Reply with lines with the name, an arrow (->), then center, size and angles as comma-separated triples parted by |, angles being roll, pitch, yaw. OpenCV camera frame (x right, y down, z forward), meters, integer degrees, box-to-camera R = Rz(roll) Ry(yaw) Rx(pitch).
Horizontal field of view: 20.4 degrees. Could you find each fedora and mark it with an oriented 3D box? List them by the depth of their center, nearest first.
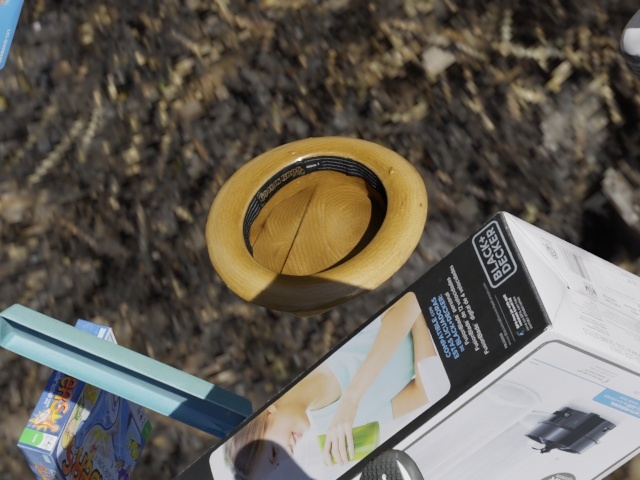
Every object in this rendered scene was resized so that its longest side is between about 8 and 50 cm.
fedora -> 0.000, 0.000, 1.473 | 0.194, 0.194, 0.079 | -18, 138, -6

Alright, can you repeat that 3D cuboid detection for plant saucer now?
plant saucer -> -0.137, 0.094, 1.259 | 0.192, 0.018, 0.067 | 22, 155, 0

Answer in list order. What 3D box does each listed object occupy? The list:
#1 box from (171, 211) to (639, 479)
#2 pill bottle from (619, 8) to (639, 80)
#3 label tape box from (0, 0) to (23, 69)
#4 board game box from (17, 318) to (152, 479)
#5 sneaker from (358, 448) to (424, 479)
box -> 0.067, 0.122, 1.066 | 0.290, 0.087, 0.169 | -40, 139, 25
pill bottle -> 0.393, -0.122, 1.658 | 0.130, 0.130, 0.246 | -35, 111, 6
label tape box -> -0.348, -0.232, 1.460 | 0.106, 0.334, 0.241 | 24, 112, 8
board game box -> -0.216, 0.183, 1.661 | 0.035, 0.136, 0.201 | 14, 150, 16
sneaker -> 0.049, 0.144, 0.840 | 0.043, 0.040, 0.109 | -33, 112, -41
